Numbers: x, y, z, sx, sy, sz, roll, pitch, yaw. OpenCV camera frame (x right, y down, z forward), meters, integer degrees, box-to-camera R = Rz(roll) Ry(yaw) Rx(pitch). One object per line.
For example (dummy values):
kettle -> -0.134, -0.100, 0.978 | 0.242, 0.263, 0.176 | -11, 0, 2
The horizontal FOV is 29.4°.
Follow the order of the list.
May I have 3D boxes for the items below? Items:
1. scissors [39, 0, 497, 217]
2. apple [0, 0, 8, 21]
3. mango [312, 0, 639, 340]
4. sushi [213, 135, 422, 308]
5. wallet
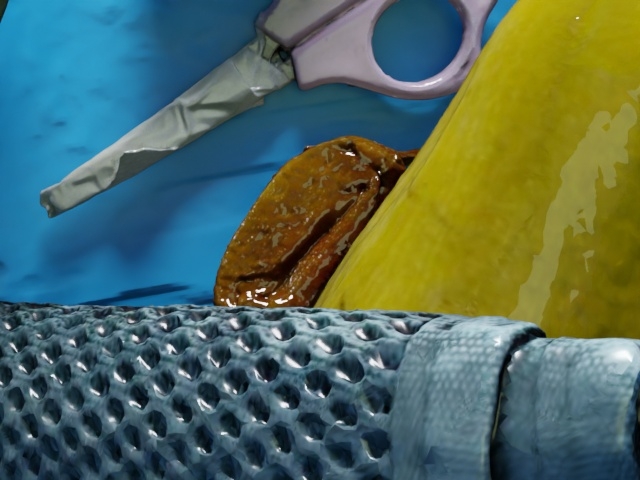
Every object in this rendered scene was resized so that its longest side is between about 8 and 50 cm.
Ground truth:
scissors -> -0.028, -0.071, 0.515 | 0.212, 0.021, 0.110 | -33, 93, -4
apple -> -0.204, -0.093, 0.422 | 0.207, 0.173, 0.188 | 47, 114, 35
mango -> 0.085, 0.067, 0.472 | 0.195, 0.142, 0.332 | 29, 94, -27
sushi -> 0.000, 0.000, 0.507 | 0.052, 0.055, 0.120 | 32, 87, 14
wallet -> -0.050, 0.139, 0.402 | 0.342, 0.075, 0.237 | -1, 96, 39
